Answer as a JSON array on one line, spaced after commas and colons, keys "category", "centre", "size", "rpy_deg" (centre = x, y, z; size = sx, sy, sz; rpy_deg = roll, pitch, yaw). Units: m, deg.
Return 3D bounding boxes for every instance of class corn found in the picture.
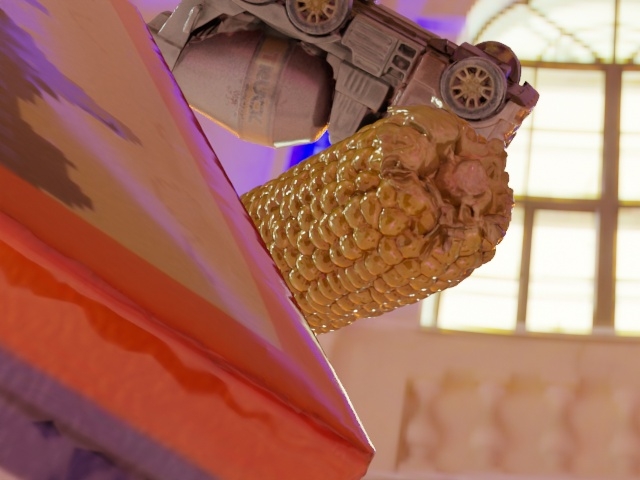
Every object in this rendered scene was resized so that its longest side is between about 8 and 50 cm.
[{"category": "corn", "centre": [-0.003, 0.003, 0.947], "size": [0.091, 0.091, 0.260], "rpy_deg": [53, -36, -11]}]

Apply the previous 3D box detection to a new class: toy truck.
[{"category": "toy truck", "centre": [0.007, -0.109, 1.215], "size": [0.257, 0.108, 0.140], "rpy_deg": [30, -74, 5]}]

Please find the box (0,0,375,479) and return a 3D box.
[{"category": "box", "centre": [-0.221, 0.045, 0.444], "size": [0.257, 0.318, 0.348], "rpy_deg": [35, -79, -26]}]
